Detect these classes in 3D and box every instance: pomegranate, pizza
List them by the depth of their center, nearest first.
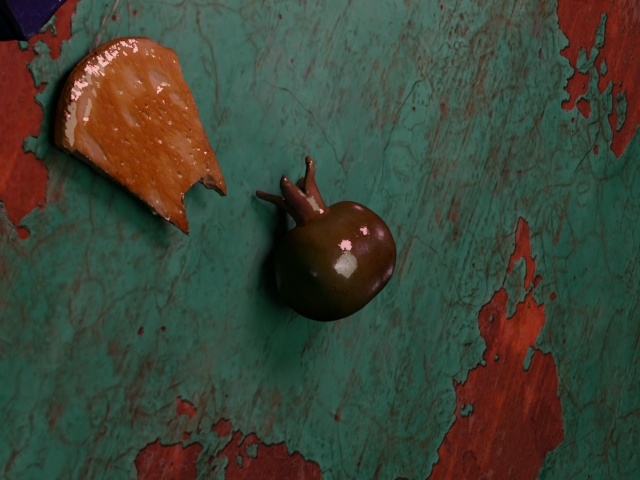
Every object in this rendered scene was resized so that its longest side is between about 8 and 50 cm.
[{"bbox_3d":[-0.187,-0.117,1.736,0.262,0.034,0.181,48,58,-40],"label":"pizza"},{"bbox_3d":[0.000,0.000,1.912,0.152,0.131,0.191,-40,100,-35],"label":"pomegranate"}]

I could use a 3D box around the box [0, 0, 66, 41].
[{"bbox_3d":[-0.292,-0.300,1.418,0.279,0.261,0.116,-54,133,-33],"label":"box"}]
